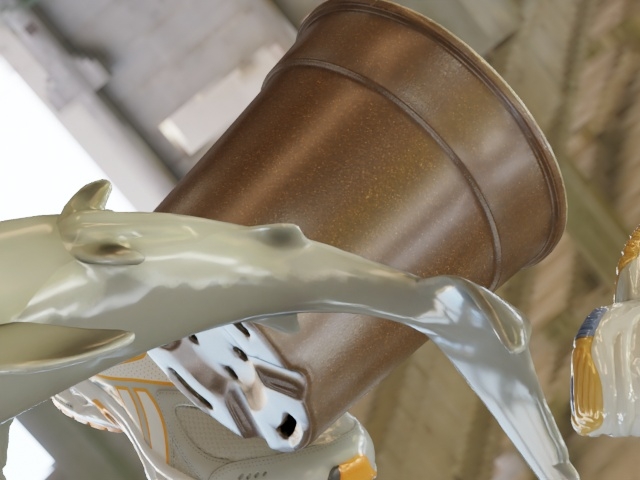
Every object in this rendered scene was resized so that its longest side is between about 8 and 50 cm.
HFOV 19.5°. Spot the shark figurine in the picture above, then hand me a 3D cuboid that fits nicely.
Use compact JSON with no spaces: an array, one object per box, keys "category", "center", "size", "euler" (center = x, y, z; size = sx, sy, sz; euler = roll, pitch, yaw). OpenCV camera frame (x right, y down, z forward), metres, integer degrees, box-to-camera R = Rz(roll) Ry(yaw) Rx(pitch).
[{"category":"shark figurine","center":[-0.071,0.045,0.559],"size":[0.278,0.116,0.166],"euler":[-8,-146,-17]}]

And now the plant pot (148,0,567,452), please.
[{"category":"plant pot","center":[0.000,0.000,0.877],"size":[0.165,0.167,0.167],"euler":[-44,-166,-25]}]

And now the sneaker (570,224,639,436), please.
[{"category":"sneaker","center":[0.281,0.071,1.406],"size":[0.131,0.112,0.296],"euler":[3,-154,20]}]

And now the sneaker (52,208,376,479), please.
[{"category":"sneaker","center":[-0.072,0.061,1.018],"size":[0.099,0.121,0.262],"euler":[-21,-150,-37]}]
